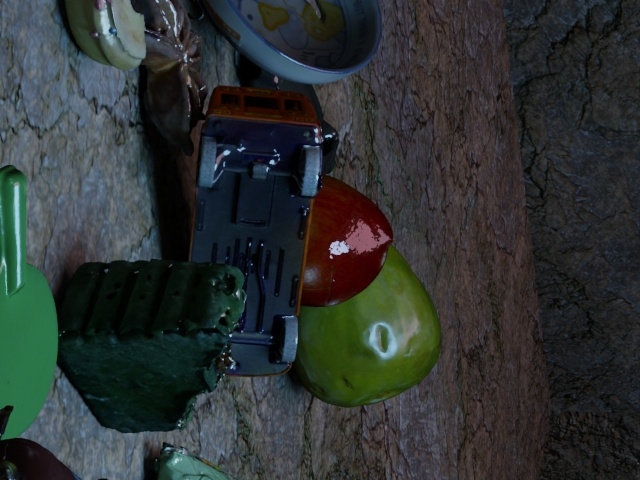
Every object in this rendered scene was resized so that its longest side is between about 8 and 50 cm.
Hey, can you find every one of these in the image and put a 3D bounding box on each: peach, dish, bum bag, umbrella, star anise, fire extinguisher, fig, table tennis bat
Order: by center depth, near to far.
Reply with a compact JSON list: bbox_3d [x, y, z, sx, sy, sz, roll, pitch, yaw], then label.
[{"bbox_3d":[-0.286,0.058,1.460,0.160,0.039,0.257,-39,133,-67],"label":"table tennis bat"},{"bbox_3d":[-0.246,0.249,1.481,0.341,0.105,0.141,62,18,-57],"label":"fire extinguisher"},{"bbox_3d":[-0.157,-0.305,1.780,0.022,0.022,0.149,81,-11,-64],"label":"umbrella"},{"bbox_3d":[-0.173,-0.209,1.780,0.172,0.063,0.208,-81,156,-46],"label":"star anise"},{"bbox_3d":[-0.067,-0.296,1.990,0.273,0.134,0.273,23,51,-32],"label":"dish"},{"bbox_3d":[0.000,0.000,2.107,0.197,0.197,0.197,0,90,-73],"label":"peach"},{"bbox_3d":[-0.044,-0.188,2.170,0.326,0.079,0.142,64,23,-48],"label":"bum bag"},{"bbox_3d":[0.029,0.094,2.271,0.314,0.233,0.233,50,24,-3],"label":"fig"}]

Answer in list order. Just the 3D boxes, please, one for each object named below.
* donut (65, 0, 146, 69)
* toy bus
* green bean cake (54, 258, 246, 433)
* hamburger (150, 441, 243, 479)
[{"bbox_3d":[-0.221,-0.259,1.609,0.108,0.065,0.166,11,81,-72],"label":"donut"},{"bbox_3d":[-0.085,-0.007,1.849,0.153,0.143,0.329,-100,-165,-64],"label":"toy bus"},{"bbox_3d":[-0.154,0.112,1.625,0.208,0.193,0.107,72,19,-49],"label":"green bean cake"},{"bbox_3d":[-0.120,0.382,1.802,0.260,0.150,0.276,71,27,-44],"label":"hamburger"}]
